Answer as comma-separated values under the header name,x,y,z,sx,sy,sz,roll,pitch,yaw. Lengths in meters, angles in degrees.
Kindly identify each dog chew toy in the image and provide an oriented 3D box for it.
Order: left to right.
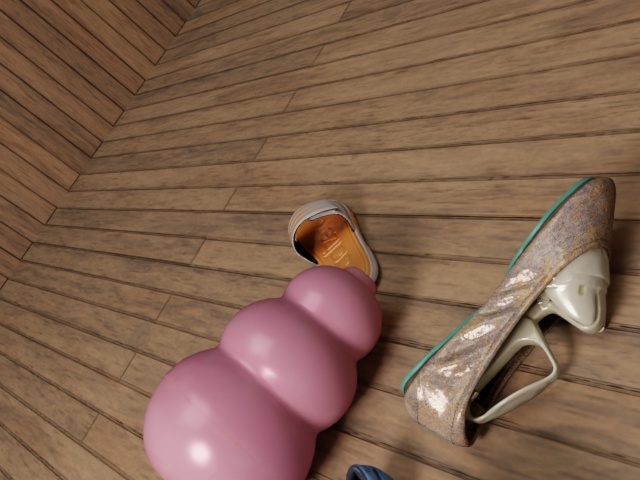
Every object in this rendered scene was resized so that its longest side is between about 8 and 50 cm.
name,x,y,z,sx,sy,sz,roll,pitch,yaw
dog chew toy,-0.052,0.166,0.921,0.332,0.206,0.207,-48,30,-14

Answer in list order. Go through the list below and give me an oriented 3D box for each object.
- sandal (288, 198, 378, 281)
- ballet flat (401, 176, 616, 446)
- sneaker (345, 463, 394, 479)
name,x,y,z,sx,sy,sz,roll,pitch,yaw
sandal,0.008,-0.007,1.132,0.102,0.076,0.265,-46,31,5
ballet flat,0.217,0.081,0.774,0.316,0.107,0.106,-52,51,7
sneaker,0.030,0.323,0.749,0.069,0.082,0.209,-17,45,39
